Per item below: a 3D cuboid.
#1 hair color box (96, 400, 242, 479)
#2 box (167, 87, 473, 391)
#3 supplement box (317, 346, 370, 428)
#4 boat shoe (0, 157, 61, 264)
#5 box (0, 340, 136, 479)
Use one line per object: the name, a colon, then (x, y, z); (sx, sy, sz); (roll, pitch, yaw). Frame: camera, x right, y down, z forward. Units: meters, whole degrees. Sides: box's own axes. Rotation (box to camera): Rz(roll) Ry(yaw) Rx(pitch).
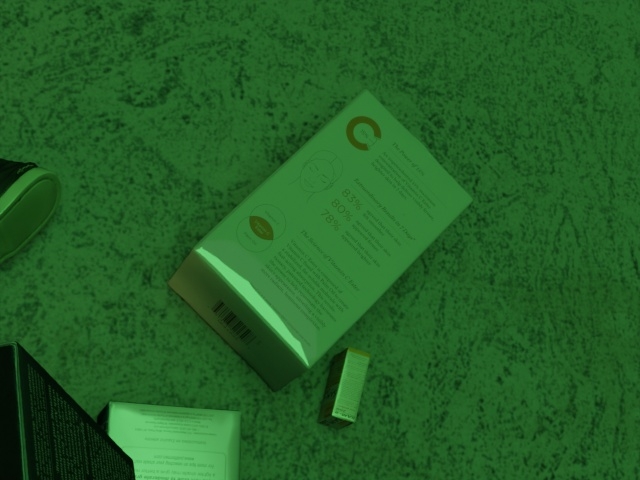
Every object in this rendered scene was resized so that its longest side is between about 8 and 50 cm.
hair color box: (-0.195, 0.381, 1.593); (0.173, 0.105, 0.347); (7, 71, -16)
box: (0.000, 0.000, 1.749); (0.215, 0.168, 0.345); (46, 65, 0)
supplement box: (0.031, 0.200, 1.753); (0.036, 0.062, 0.098); (20, 67, -13)
boat shoe: (-0.478, 0.008, 1.612); (0.113, 0.127, 0.340); (29, 61, 24)
box: (-0.372, 0.297, 1.340); (0.293, 0.395, 0.212); (-13, 62, 3)
